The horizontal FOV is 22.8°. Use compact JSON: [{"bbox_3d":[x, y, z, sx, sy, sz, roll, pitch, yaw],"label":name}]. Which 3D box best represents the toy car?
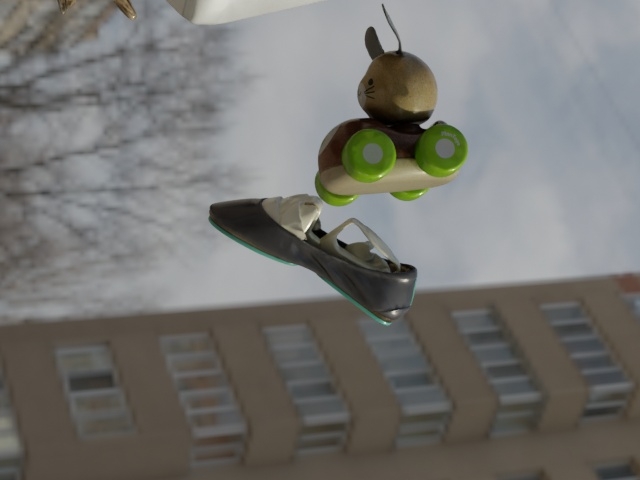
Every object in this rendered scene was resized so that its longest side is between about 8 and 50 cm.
[{"bbox_3d":[0.063,-0.143,1.638,0.155,0.149,0.188,142,-57,-74],"label":"toy car"}]

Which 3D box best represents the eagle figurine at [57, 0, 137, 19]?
[{"bbox_3d":[-0.332,-0.300,1.549,0.298,0.226,0.225,-32,137,-64],"label":"eagle figurine"}]

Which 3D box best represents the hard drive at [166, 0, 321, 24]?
[{"bbox_3d":[0.057,-0.274,0.740,0.047,0.233,0.353,46,-43,30],"label":"hard drive"}]

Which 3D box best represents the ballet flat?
[{"bbox_3d":[0.000,0.000,1.428,0.074,0.203,0.074,-59,-174,10],"label":"ballet flat"}]
